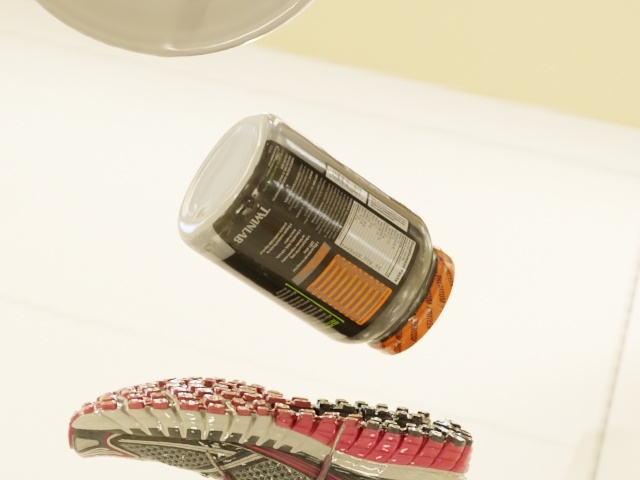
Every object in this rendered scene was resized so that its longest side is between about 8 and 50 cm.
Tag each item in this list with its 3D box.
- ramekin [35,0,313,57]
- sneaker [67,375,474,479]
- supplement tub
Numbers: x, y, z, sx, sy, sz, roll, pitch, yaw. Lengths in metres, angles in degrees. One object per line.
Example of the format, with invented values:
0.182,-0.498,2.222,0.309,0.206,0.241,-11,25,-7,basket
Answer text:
-0.092,-0.260,1.170,0.272,0.273,0.127,10,-172,7,ramekin
-0.041,0.169,1.262,0.299,0.112,0.121,10,-175,3,sneaker
0.000,0.000,1.266,0.190,0.117,0.117,34,-164,-23,supplement tub
